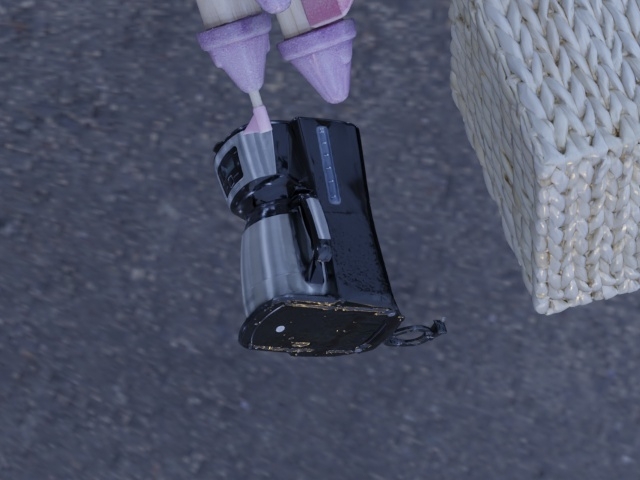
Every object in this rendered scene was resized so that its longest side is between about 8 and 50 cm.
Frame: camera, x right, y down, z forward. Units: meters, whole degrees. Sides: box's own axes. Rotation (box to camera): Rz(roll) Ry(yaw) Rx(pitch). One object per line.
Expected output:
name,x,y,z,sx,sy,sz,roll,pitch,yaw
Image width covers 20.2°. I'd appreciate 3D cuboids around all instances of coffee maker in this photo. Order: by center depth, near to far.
coffee maker,0.000,0.000,1.495,0.171,0.120,0.178,21,50,-44

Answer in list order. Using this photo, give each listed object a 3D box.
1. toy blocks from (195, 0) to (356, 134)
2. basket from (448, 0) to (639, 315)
toy blocks,-0.006,-0.216,1.160,0.309,0.288,0.260,-23,97,-32
basket,0.292,-0.153,1.794,0.266,0.331,0.328,-15,150,-3
